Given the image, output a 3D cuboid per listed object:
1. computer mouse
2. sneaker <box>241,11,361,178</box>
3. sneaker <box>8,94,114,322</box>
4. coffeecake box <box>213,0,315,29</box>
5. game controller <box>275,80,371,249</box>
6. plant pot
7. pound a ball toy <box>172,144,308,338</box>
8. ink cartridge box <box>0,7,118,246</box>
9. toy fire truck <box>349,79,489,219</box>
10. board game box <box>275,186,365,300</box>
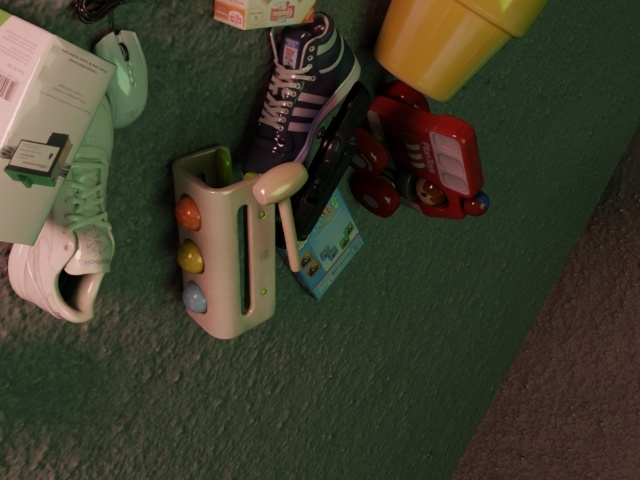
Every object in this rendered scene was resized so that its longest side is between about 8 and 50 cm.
[{"bbox_3d":[-0.248,-0.227,0.953,0.106,0.042,0.192,-30,136,-39],"label":"computer mouse"},{"bbox_3d":[-0.052,-0.224,1.163,0.282,0.099,0.153,-55,147,-15],"label":"sneaker"},{"bbox_3d":[-0.293,-0.042,0.932,0.114,0.152,0.305,-8,118,-48],"label":"sneaker"},{"bbox_3d":[-0.068,-0.396,1.043,0.142,0.068,0.185,-23,132,-44],"label":"coffeecake box"},{"bbox_3d":[-0.003,-0.113,1.213,0.319,0.067,0.166,122,-13,-55],"label":"game controller"},{"bbox_3d":[0.217,-0.380,1.295,0.254,0.254,0.239,2,128,-53],"label":"plant pot"},{"bbox_3d":[-0.132,0.007,1.126,0.136,0.208,0.319,-25,133,-33],"label":"pound a ball toy"},{"bbox_3d":[-0.337,-0.125,0.806,0.093,0.160,0.219,19,99,-56],"label":"ink cartridge box"},{"bbox_3d":[0.190,-0.138,1.401,0.169,0.254,0.302,-48,144,-18],"label":"toy fire truck"},{"bbox_3d":[0.000,0.000,1.446,0.160,0.039,0.211,-51,146,-16],"label":"board game box"}]
